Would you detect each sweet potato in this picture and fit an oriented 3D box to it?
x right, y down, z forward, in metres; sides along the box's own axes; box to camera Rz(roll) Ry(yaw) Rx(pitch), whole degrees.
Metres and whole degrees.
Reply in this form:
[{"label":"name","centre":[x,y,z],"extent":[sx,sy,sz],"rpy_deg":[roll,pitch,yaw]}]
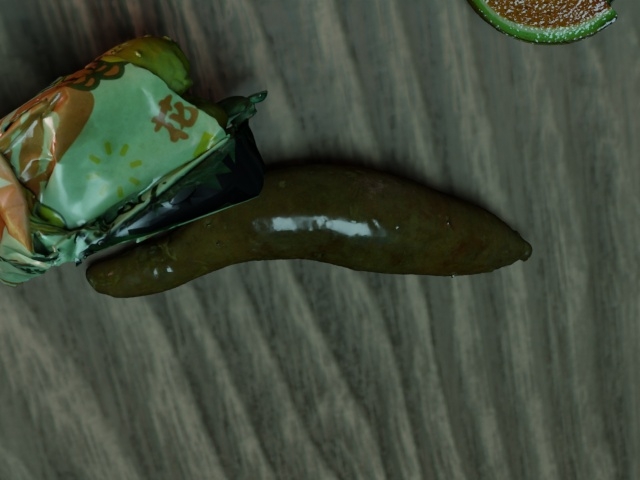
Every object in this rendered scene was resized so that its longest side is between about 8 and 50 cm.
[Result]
[{"label":"sweet potato","centre":[-0.003,-0.005,1.017],"extent":[0.346,0.079,0.108],"rpy_deg":[-3,132,-5]}]

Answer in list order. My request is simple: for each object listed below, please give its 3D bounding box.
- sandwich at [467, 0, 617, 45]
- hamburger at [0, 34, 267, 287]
[{"label":"sandwich","centre":[0.148,-0.177,0.975],"extent":[0.135,0.029,0.067],"rpy_deg":[18,109,-18]},{"label":"hamburger","centre":[-0.133,-0.062,0.901],"extent":[0.235,0.214,0.125],"rpy_deg":[-35,108,-17]}]
